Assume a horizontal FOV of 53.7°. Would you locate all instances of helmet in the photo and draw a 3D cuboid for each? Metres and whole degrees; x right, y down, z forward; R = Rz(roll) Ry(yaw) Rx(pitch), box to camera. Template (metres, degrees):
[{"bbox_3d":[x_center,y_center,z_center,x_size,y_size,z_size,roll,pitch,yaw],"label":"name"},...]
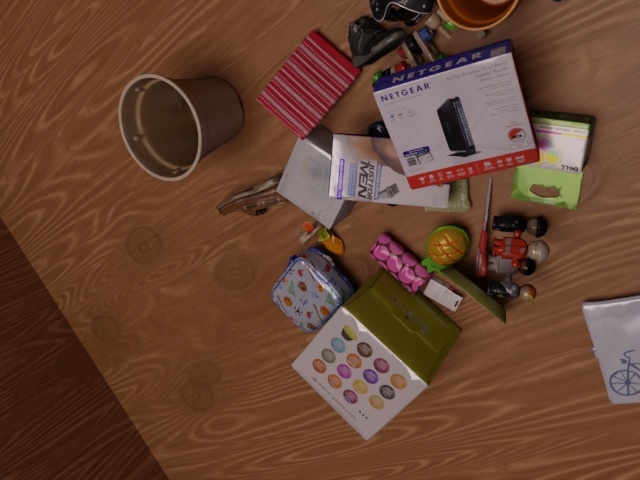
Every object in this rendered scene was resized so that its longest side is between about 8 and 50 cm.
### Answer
[{"bbox_3d":[0.219,-0.643,1.637,0.169,0.169,0.161,57,145,-3],"label":"helmet"}]

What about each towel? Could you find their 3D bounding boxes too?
[{"bbox_3d":[0.368,-0.136,1.865,0.148,0.027,0.110,1,111,33],"label":"towel"},{"bbox_3d":[-0.034,-0.464,1.883,0.199,0.031,0.275,42,98,7],"label":"towel"}]

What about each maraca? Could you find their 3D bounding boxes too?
[{"bbox_3d":[0.373,0.031,1.893,0.127,0.099,0.186,17,127,2],"label":"maraca"}]

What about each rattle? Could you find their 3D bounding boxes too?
[{"bbox_3d":[0.000,0.000,2.046,0.130,0.199,0.143,-24,90,1],"label":"rattle"}]

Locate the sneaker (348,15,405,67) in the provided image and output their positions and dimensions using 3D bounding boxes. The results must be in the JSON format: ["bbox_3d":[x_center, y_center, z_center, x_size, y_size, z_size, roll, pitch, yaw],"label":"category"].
[{"bbox_3d":[0.143,-0.564,1.734,0.227,0.087,0.130,0,110,67],"label":"sneaker"}]

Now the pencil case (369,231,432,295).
[{"bbox_3d":[0.248,0.073,1.993,0.209,0.095,0.098,43,115,12],"label":"pencil case"}]

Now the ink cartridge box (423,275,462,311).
[{"bbox_3d":[0.389,0.168,1.991,0.115,0.029,0.063,31,124,15],"label":"ink cartridge box"}]

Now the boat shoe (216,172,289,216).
[{"bbox_3d":[-0.235,-0.129,2.188,0.307,0.110,0.105,-20,99,37],"label":"boat shoe"}]

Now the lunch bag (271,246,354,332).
[{"bbox_3d":[-0.033,0.167,2.183,0.243,0.115,0.303,46,136,7],"label":"lunch bag"}]

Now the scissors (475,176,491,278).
[{"bbox_3d":[0.473,-0.033,1.840,0.021,0.109,0.298,3,91,6],"label":"scissors"}]

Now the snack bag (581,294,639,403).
[{"bbox_3d":[0.907,0.289,1.723,0.322,0.037,0.343,-16,103,35],"label":"snack bag"}]

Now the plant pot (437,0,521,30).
[{"bbox_3d":[0.404,-0.621,1.518,0.205,0.188,0.205,14,118,27],"label":"plant pot"}]

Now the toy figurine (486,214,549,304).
[{"bbox_3d":[0.540,0.047,1.734,0.148,0.213,0.210,5,119,12],"label":"toy figurine"}]

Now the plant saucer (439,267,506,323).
[{"bbox_3d":[0.451,0.151,1.842,0.241,0.241,0.037,39,96,11],"label":"plant saucer"}]

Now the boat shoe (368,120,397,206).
[{"bbox_3d":[0.203,-0.227,1.885,0.109,0.089,0.259,-16,103,36],"label":"boat shoe"}]

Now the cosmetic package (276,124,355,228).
[{"bbox_3d":[0.013,-0.200,1.987,0.224,0.138,0.224,36,125,14],"label":"cosmetic package"}]

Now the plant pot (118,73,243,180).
[{"bbox_3d":[-0.425,-0.398,2.058,0.333,0.305,0.334,13,119,26],"label":"plant pot"}]

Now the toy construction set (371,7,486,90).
[{"bbox_3d":[0.311,-0.442,1.671,0.237,0.257,0.309,39,115,-10],"label":"toy construction set"}]

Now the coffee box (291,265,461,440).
[{"bbox_3d":[0.181,0.339,2.004,0.337,0.338,0.334,43,126,8],"label":"coffee box"}]

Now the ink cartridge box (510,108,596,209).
[{"bbox_3d":[0.593,-0.201,1.652,0.188,0.097,0.256,13,117,26],"label":"ink cartridge box"}]

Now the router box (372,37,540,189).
[{"bbox_3d":[0.337,-0.298,1.560,0.335,0.082,0.301,-11,126,25],"label":"router box"}]

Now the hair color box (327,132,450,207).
[{"bbox_3d":[0.196,-0.200,1.790,0.338,0.110,0.185,4,101,1],"label":"hair color box"}]
